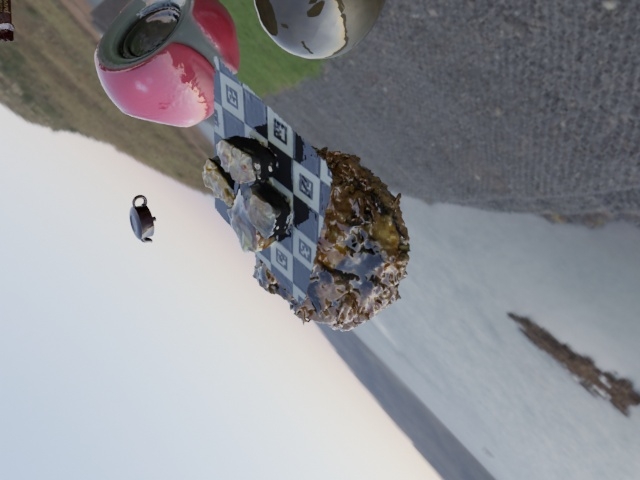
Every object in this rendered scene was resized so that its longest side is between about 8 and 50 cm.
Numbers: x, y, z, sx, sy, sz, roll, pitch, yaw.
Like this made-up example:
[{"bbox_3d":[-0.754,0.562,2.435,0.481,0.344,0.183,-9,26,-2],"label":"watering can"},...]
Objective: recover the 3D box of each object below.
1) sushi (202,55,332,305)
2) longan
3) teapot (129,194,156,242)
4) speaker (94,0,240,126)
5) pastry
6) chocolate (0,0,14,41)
[{"bbox_3d":[-0.074,-0.045,0.741,0.193,0.040,0.210,46,146,28],"label":"sushi"},{"bbox_3d":[0.012,-0.524,1.431,0.288,0.350,0.288,23,167,6],"label":"longan"},{"bbox_3d":[-0.335,-0.040,1.399,0.068,0.045,0.100,30,128,51],"label":"teapot"},{"bbox_3d":[-0.299,-0.378,1.480,0.294,0.294,0.294,47,177,4],"label":"speaker"},{"bbox_3d":[0.000,0.000,1.046,0.275,0.193,0.274,25,120,56],"label":"pastry"},{"bbox_3d":[-0.649,-0.487,1.456,0.086,0.182,0.028,-2,-167,-35],"label":"chocolate"}]
